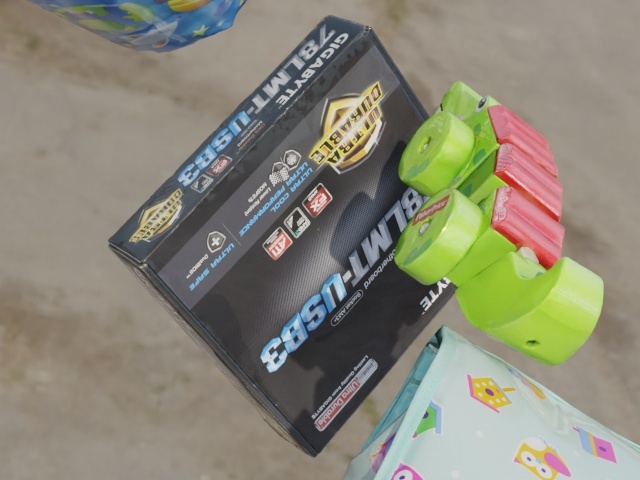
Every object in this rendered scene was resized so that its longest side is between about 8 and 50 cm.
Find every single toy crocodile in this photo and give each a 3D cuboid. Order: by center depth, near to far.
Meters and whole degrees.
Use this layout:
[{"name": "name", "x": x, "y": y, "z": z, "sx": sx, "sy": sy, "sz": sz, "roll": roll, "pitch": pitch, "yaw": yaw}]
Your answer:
[{"name": "toy crocodile", "x": 0.129, "y": -0.025, "z": 1.149, "sx": 0.115, "sy": 0.105, "sz": 0.340, "roll": 36, "pitch": 25, "yaw": -16}]

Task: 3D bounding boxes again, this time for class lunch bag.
[{"name": "lunch bag", "x": 0.111, "y": 0.197, "z": 0.988, "sx": 0.223, "sy": 0.160, "sz": 0.262, "roll": 32, "pitch": 48, "yaw": 1}]

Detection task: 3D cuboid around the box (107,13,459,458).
[{"name": "box", "x": 0.000, "y": 0.000, "z": 1.460, "sx": 0.073, "sy": 0.295, "sz": 0.293, "roll": 26, "pitch": -22, "yaw": 51}]

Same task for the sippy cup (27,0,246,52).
[{"name": "sippy cup", "x": -0.150, "y": -0.252, "z": 1.181, "sx": 0.305, "sy": 0.240, "sz": 0.224, "roll": 30, "pitch": -3, "yaw": 26}]
